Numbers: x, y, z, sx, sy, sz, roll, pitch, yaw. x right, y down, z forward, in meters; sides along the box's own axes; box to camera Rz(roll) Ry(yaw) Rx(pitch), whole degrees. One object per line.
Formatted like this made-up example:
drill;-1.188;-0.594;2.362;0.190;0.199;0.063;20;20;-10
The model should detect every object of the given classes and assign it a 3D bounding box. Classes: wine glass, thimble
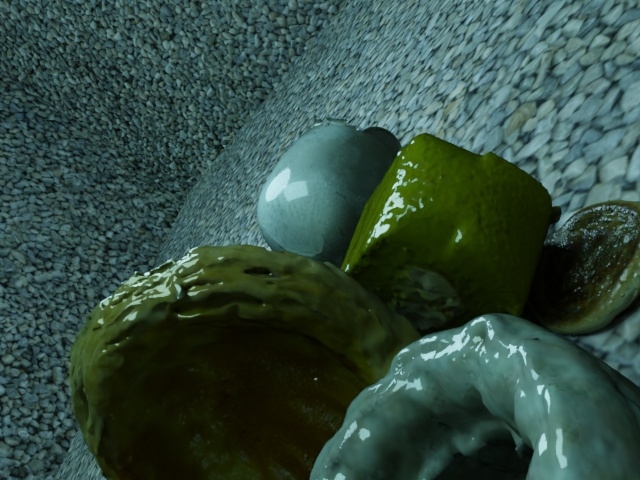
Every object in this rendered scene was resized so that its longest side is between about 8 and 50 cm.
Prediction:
wine glass;0.000;0.000;1.016;0.238;0.238;0.323;-29;40;55
thimble;0.122;0.207;0.436;0.291;0.195;0.291;-47;26;32

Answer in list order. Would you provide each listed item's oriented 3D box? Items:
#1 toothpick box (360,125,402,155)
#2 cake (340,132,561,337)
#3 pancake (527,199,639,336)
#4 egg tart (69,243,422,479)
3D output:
toothpick box;0.061;-0.134;1.264;0.180;0.111;0.111;-17;44;61
cake;0.128;0.013;0.713;0.260;0.179;0.156;122;170;-66
pancake;0.255;0.021;0.654;0.158;0.028;0.158;-52;16;22
egg tart;-0.066;0.158;0.723;0.388;0.388;0.169;-49;11;25
